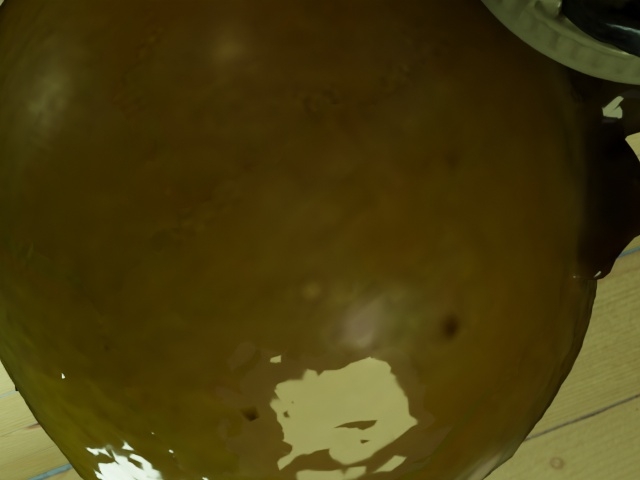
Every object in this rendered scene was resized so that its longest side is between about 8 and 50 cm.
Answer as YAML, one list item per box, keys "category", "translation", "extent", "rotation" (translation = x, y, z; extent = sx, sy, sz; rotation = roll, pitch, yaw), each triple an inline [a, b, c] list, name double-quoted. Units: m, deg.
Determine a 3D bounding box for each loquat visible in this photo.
- category: "loquat"
  translation: [0.004, -0.026, 0.577]
  extent: [0.359, 0.328, 0.328]
  rotation: [-20, 167, 16]

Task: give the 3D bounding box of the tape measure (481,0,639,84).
- category: "tape measure"
  translation: [0.175, -0.179, 0.444]
  extent: [0.271, 0.231, 0.133]
  rotation: [-18, 164, -12]
